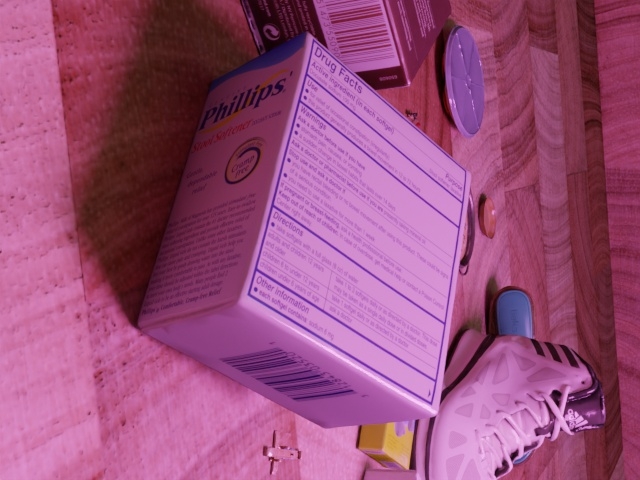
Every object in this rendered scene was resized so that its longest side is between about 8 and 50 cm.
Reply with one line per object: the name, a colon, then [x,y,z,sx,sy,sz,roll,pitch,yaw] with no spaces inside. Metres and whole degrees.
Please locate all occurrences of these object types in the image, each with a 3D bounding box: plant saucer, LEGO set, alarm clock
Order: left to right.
LEGO set: [0.150,-0.161,1.438,0.054,0.023,0.083,23,54,-63]
alarm clock: [0.169,-0.015,1.225,0.192,0.064,0.129,56,39,-43]
plant saucer: [0.325,-0.043,1.778,0.083,0.015,0.083,11,78,-63]

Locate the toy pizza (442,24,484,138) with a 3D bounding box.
toy pizza: [0.251,-0.283,1.636,0.201,0.032,0.201,11,78,-62]

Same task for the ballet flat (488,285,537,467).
ballet flat: [0.373,0.261,1.771,0.124,0.116,0.343,52,35,-78]

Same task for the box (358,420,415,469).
box: [0.101,0.219,1.274,0.109,0.042,0.178,47,48,-53]

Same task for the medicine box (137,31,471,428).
medicine box: [0.000,0.000,0.892,0.263,0.149,0.289,35,54,-35]

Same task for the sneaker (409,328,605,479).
sneaker: [0.307,0.281,1.438,0.447,0.257,0.169,-51,132,-53]

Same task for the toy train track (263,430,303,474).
toy train track: [-0.037,0.240,1.024,0.083,0.014,0.048,30,61,-60]

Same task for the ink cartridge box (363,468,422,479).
ink cartridge box: [0.110,0.417,1.225,0.191,0.082,0.140,63,35,-38]

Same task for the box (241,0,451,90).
box: [0.034,-0.284,1.046,0.203,0.167,0.168,-60,138,-48]
